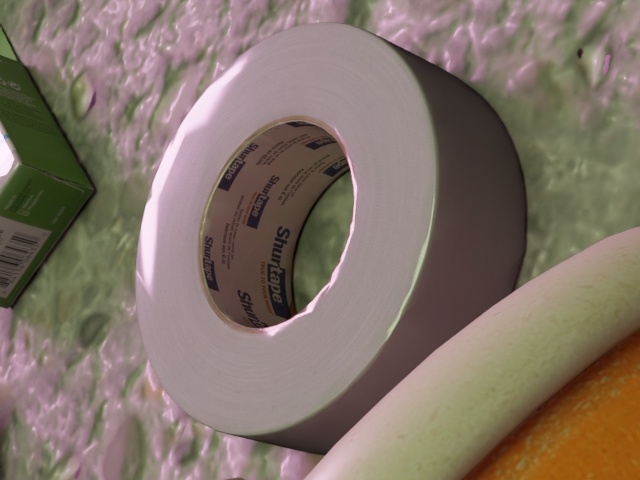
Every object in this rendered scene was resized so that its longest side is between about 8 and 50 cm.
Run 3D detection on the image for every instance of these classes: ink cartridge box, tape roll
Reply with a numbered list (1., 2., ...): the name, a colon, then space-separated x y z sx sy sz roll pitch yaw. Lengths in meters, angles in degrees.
1. ink cartridge box: -0.240 -0.063 1.180 0.109 0.062 0.209 -52 45 19
2. tape roll: 0.000 0.000 0.907 0.219 0.072 0.219 -18 64 41

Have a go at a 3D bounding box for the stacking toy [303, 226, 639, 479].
1. stacking toy: 0.191 0.251 0.504 0.480 0.350 0.350 40 105 29

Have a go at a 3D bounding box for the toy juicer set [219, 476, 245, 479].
1. toy juicer set: -0.071 0.239 0.790 0.089 0.209 0.329 -36 52 20
